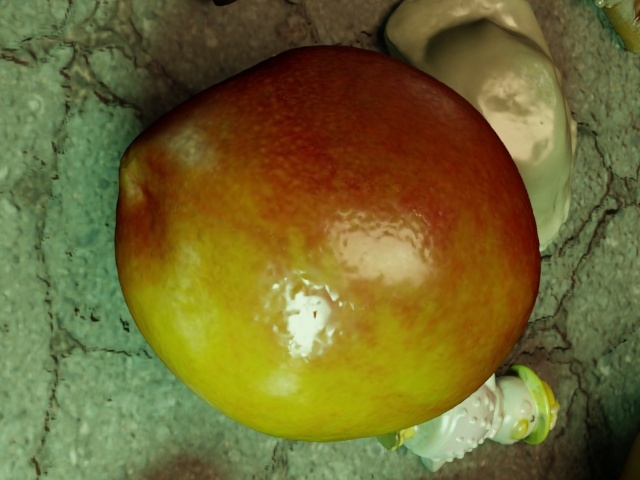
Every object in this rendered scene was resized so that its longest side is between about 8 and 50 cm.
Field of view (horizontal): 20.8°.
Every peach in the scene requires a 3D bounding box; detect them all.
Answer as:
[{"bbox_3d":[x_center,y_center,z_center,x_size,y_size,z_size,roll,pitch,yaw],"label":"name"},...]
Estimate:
[{"bbox_3d":[0.000,0.000,1.322,0.332,0.308,0.307,19,81,-27],"label":"peach"}]

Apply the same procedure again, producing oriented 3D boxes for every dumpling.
[{"bbox_3d":[0.153,-0.110,1.516,0.162,0.132,0.250,-27,92,-22],"label":"dumpling"}]

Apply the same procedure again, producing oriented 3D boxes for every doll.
[{"bbox_3d":[0.135,0.151,1.541,0.207,0.081,0.129,2,122,-38],"label":"doll"}]

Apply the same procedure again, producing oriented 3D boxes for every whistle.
[{"bbox_3d":[0.255,-0.266,1.626,0.220,0.057,0.107,51,51,-30],"label":"whistle"}]

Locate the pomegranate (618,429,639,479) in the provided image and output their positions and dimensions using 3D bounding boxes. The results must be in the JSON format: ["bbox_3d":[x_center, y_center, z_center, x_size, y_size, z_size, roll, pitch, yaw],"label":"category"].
[{"bbox_3d":[0.448,0.297,1.606,0.411,0.411,0.411,-2,93,-35],"label":"pomegranate"}]

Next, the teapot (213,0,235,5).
[{"bbox_3d":[-0.069,-0.225,1.392,0.045,0.068,0.100,49,30,-24],"label":"teapot"}]
